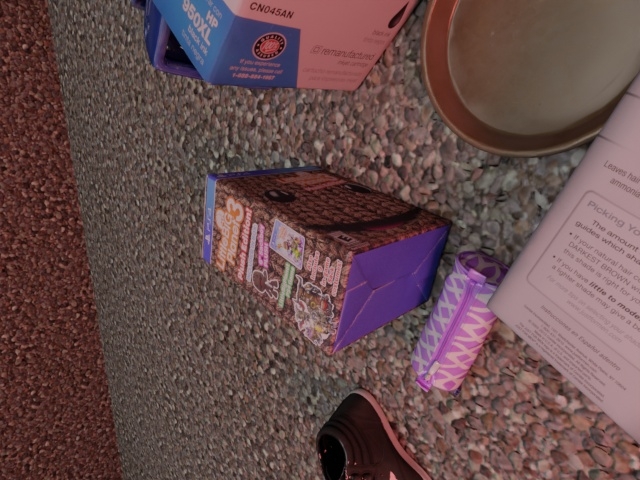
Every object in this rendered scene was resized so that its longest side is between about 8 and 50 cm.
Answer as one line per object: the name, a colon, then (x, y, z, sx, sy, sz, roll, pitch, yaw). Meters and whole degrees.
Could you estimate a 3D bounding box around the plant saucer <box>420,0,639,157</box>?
plant saucer: (0.240, -0.234, 0.464, 0.277, 0.041, 0.278, 16, 113, 42)

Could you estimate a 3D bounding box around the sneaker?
sneaker: (0.096, 0.418, 0.718, 0.296, 0.146, 0.105, 55, 131, 18)

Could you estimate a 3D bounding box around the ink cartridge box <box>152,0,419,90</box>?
ink cartridge box: (0.021, -0.376, 0.467, 0.166, 0.285, 0.395, 57, 134, 15)

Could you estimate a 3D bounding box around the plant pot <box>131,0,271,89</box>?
plant pot: (-0.174, -0.423, 0.700, 0.212, 0.235, 0.236, 58, 134, 26)

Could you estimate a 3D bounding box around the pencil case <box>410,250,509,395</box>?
pencil case: (0.189, 0.115, 0.581, 0.086, 0.088, 0.206, 35, 123, 35)

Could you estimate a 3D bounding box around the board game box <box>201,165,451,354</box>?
board game box: (0.000, 0.000, 0.635, 0.290, 0.232, 0.141, 28, 119, 36)

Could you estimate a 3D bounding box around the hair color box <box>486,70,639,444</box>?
hair color box: (0.325, -0.027, 0.356, 0.185, 0.113, 0.375, 48, 134, 38)
